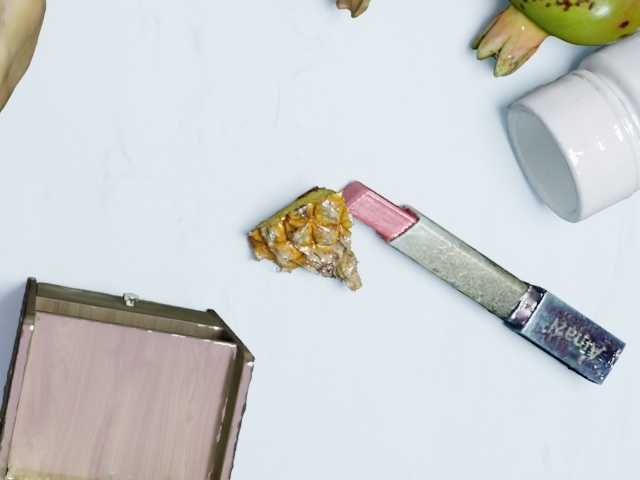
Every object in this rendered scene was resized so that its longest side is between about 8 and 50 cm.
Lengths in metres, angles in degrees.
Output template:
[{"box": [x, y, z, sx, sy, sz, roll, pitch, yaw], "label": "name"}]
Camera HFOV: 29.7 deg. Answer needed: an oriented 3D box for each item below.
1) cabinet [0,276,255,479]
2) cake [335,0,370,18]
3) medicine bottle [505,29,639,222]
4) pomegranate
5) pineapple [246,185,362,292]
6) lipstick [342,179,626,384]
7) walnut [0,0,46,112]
[{"box": [-0.167, 0.121, 0.987, 0.175, 0.215, 0.148, 11, 93, -14], "label": "cabinet"}, {"box": [0.036, -0.390, 0.929, 0.307, 0.293, 0.314, 37, 82, -18], "label": "cake"}, {"box": [0.308, -0.125, 1.103, 0.252, 0.144, 0.144, -27, 103, -12], "label": "medicine bottle"}, {"box": [0.218, -0.232, 1.074, 0.159, 0.159, 0.205, 35, 115, -15], "label": "pomegranate"}, {"box": [0.000, 0.000, 1.096, 0.114, 0.077, 0.114, -25, 118, 26], "label": "pineapple"}, {"box": [0.149, 0.034, 1.134, 0.312, 0.051, 0.051, 33, 90, -15], "label": "lipstick"}, {"box": [-0.365, -0.190, 0.824, 0.381, 0.381, 0.381, -2, 98, -13], "label": "walnut"}]
